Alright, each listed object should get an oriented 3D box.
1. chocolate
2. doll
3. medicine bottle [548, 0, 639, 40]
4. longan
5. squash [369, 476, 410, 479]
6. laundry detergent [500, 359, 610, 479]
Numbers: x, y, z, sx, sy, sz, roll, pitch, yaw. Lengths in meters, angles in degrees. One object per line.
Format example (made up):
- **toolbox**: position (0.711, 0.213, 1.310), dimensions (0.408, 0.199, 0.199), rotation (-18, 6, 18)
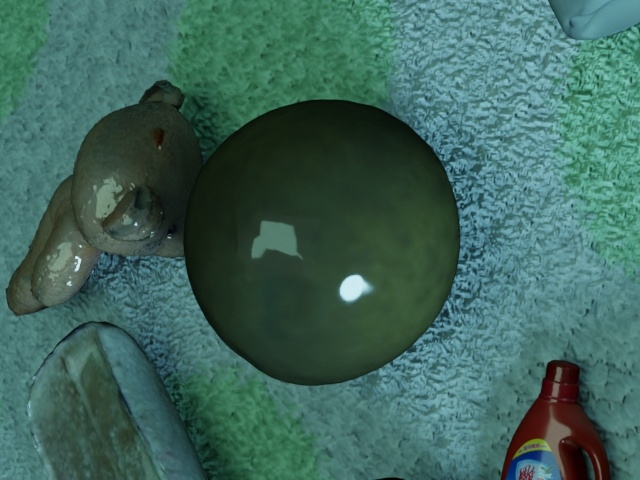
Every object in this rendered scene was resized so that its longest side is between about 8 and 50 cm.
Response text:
- **chocolate**: position (-0.180, 0.235, 1.800), dimensions (0.185, 0.100, 0.303), rotation (-42, 64, 39)
- **doll**: position (-0.202, -0.010, 1.809), dimensions (0.303, 0.156, 0.201), rotation (-46, 24, 47)
- **medicine bottle**: position (0.183, -0.342, 1.539), dimensions (0.110, 0.110, 0.351), rotation (-33, 71, 30)
- **longan**: position (0.000, 0.000, 1.596), dimensions (0.258, 0.258, 0.258), rotation (0, 90, 35)
- **squash**: position (0.074, 0.310, 1.575), dimensions (0.218, 0.172, 0.218), rotation (3, 96, 30)
- **laundry detergent**: position (0.204, 0.186, 1.560), dimensions (0.097, 0.049, 0.165), rotation (9, 94, 28)
